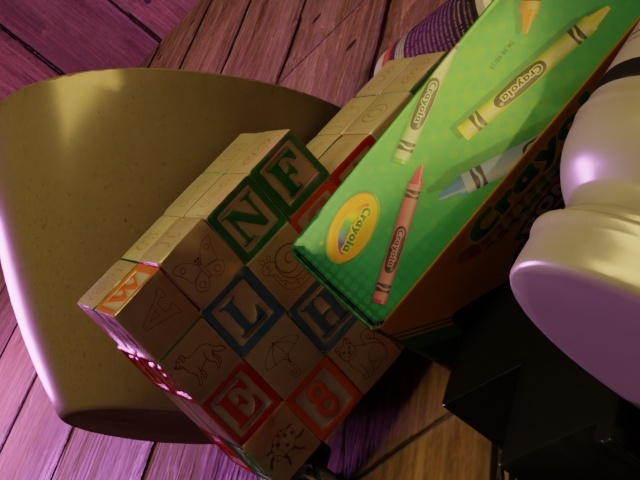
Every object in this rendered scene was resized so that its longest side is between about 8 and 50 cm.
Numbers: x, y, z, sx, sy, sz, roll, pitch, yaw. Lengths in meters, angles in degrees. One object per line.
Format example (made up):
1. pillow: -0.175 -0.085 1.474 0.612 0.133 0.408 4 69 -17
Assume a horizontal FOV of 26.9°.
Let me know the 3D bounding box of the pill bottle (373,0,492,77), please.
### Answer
1. pill bottle: 0.141 -0.156 1.076 0.193 0.108 0.108 -35 24 44

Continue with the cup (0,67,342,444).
1. cup: -0.114 0.035 1.085 0.331 0.331 0.237 -25 57 55

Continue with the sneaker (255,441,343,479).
1. sneaker: -0.014 0.176 0.910 0.058 0.052 0.135 -39 22 15

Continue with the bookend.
1. bookend: 0.129 0.083 0.694 0.156 0.072 0.157 -36 24 43

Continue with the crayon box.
1. crayon box: 0.125 -0.057 0.816 0.081 0.165 0.278 42 95 28

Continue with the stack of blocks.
1. stack of blocks: 0.000 0.000 0.939 0.297 0.171 0.087 -47 20 -16

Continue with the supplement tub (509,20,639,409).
1. supplement tub: 0.218 -0.052 0.538 0.272 0.191 0.191 -55 18 -11
